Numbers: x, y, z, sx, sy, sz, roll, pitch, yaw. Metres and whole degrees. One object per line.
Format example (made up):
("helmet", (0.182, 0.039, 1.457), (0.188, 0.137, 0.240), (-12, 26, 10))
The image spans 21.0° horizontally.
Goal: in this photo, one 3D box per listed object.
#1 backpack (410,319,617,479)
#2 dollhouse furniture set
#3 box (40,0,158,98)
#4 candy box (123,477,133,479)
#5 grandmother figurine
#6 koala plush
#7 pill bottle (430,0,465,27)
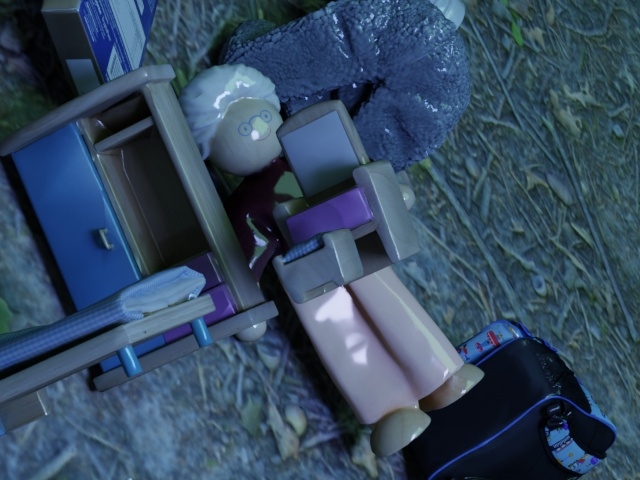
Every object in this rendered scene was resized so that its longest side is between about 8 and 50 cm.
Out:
("backpack", (0.174, 0.164, 1.544), (0.173, 0.158, 0.117), (29, 30, -51))
("dollhouse furniture set", (-0.139, -0.010, 1.107), (0.198, 0.286, 0.303), (66, 22, 2))
("box", (-0.166, -0.208, 1.368), (0.136, 0.036, 0.225), (75, 19, -48))
("candy box", (-0.128, 0.284, 1.128), (0.196, 0.070, 0.165), (56, 35, -14))
("grandmother figurine", (0.000, 0.000, 1.434), (0.208, 0.104, 0.342), (-39, 96, -40))
("koala plush", (0.049, -0.167, 1.573), (0.196, 0.203, 0.221), (55, 23, -15))
("pill bottle", (0.059, -0.271, 1.709), (0.184, 0.103, 0.103), (45, 38, -27))
